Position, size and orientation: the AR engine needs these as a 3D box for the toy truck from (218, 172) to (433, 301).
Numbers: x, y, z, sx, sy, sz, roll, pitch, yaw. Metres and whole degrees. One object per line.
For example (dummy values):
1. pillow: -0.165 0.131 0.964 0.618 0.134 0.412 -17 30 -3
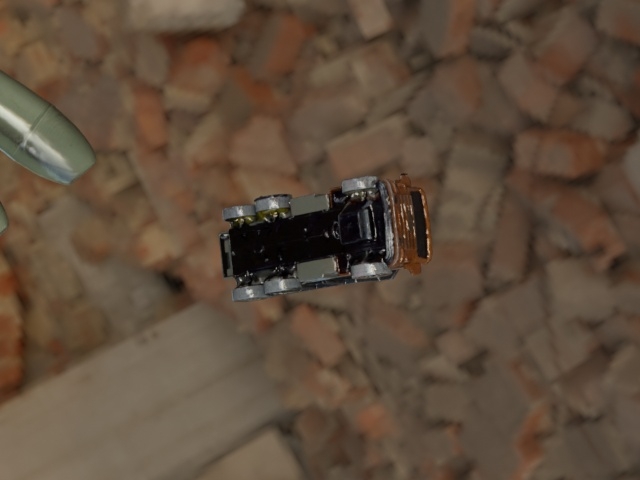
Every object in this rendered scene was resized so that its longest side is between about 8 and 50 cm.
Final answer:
1. toy truck: 0.000 0.000 1.601 0.192 0.092 0.083 -11 82 35

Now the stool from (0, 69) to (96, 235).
1. stool: -0.295 -0.054 1.320 0.199 0.195 0.195 46 116 -1
